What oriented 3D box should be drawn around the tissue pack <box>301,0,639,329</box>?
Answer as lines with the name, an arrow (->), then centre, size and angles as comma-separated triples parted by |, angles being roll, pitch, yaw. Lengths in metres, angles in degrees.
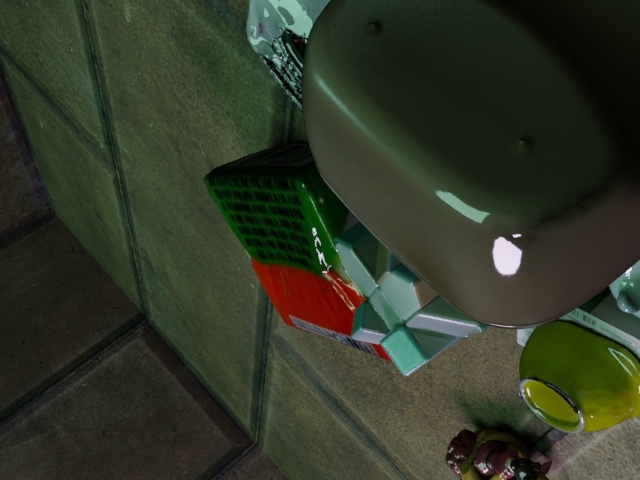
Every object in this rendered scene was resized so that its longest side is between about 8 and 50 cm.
tissue pack -> 0.186, -0.128, 0.589 | 0.267, 0.387, 0.277 | 43, 172, 20

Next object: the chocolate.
chocolate -> 0.000, 0.000, 1.354 | 0.360, 0.161, 0.341 | 9, 131, 58

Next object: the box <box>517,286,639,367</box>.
box -> 0.343, 0.109, 0.991 | 0.199, 0.081, 0.135 | 34, 150, 40

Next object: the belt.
belt -> 0.033, -0.251, 0.976 | 0.257, 0.150, 0.207 | 53, 147, -3

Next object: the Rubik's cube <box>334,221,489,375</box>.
Rubik's cube -> 0.135, 0.053, 1.105 | 0.224, 0.213, 0.265 | 55, 160, 3

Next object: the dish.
dish -> 0.304, 0.180, 0.968 | 0.149, 0.080, 0.207 | 58, 157, -15

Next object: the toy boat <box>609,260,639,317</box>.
toy boat -> 0.378, 0.031, 0.827 | 0.134, 0.079, 0.207 | 51, 153, -1

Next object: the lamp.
lamp -> 0.320, 0.390, 1.367 | 0.118, 0.118, 0.253 | 58, 156, -10
